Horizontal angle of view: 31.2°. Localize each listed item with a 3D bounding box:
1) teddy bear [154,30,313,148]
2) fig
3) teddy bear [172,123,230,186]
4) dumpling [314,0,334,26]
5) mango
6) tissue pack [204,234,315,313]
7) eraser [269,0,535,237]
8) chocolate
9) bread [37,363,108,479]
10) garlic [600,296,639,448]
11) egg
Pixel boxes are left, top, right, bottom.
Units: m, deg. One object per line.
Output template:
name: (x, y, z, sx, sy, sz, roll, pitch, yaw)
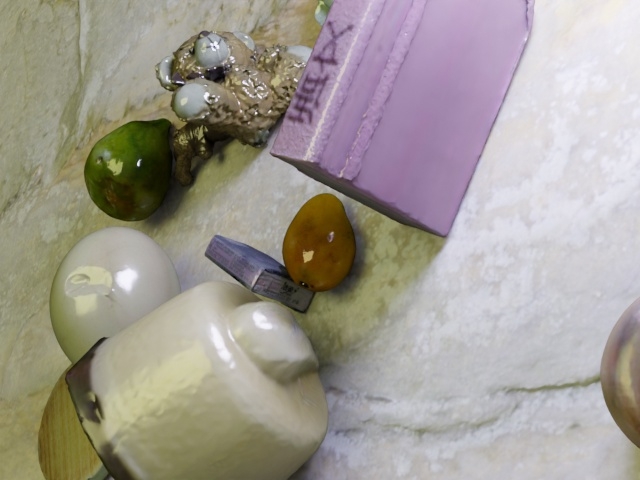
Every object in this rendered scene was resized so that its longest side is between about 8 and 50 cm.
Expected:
teddy bear: (-0.156, -0.272, 1.933, 0.256, 0.267, 0.156, 52, 154, 38)
fig: (-0.348, -0.144, 2.088, 0.167, 0.167, 0.233, -37, 44, 30)
teddy bear: (-0.222, -0.180, 2.032, 0.160, 0.078, 0.119, -39, 42, 30)
dumpling: (0.064, -0.433, 1.838, 0.108, 0.153, 0.219, -45, -28, -76)
mango: (-0.004, 0.004, 1.680, 0.111, 0.089, 0.163, -27, 40, 9)
tissue pack: (-0.093, 0.048, 1.736, 0.156, 0.112, 0.051, 32, 96, 51)
eraser: (0.119, -0.219, 1.516, 0.122, 0.272, 0.359, 19, 84, 53)
chocolate: (-0.133, 0.210, 1.573, 0.297, 0.314, 0.326, -36, 4, 5)
bread: (-0.406, 0.317, 2.007, 0.267, 0.040, 0.267, -24, 55, 39)
garlic: (0.378, 0.106, 1.197, 0.128, 0.148, 0.266, 151, 136, -86)
egg: (-0.338, 0.106, 1.900, 0.219, 0.219, 0.269, -30, 52, 36)
